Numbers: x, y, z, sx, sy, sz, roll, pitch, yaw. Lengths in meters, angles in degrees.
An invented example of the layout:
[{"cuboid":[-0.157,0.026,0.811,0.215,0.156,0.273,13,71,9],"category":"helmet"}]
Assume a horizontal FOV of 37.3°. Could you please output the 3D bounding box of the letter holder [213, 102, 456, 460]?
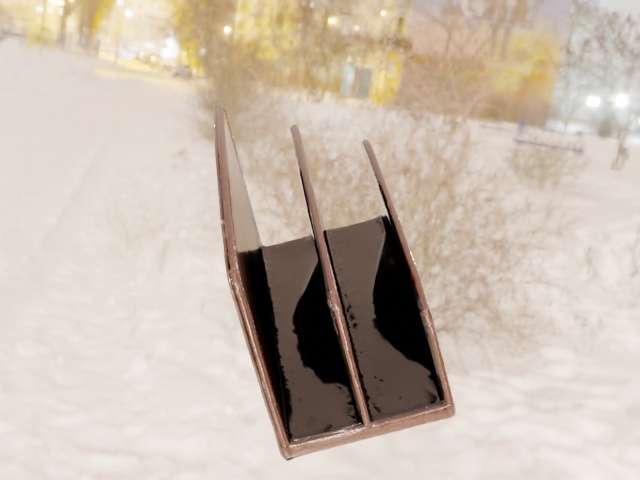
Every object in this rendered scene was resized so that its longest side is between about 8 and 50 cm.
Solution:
[{"cuboid":[0.000,0.000,0.854,0.151,0.215,0.302,-15,34,1],"category":"letter holder"}]
